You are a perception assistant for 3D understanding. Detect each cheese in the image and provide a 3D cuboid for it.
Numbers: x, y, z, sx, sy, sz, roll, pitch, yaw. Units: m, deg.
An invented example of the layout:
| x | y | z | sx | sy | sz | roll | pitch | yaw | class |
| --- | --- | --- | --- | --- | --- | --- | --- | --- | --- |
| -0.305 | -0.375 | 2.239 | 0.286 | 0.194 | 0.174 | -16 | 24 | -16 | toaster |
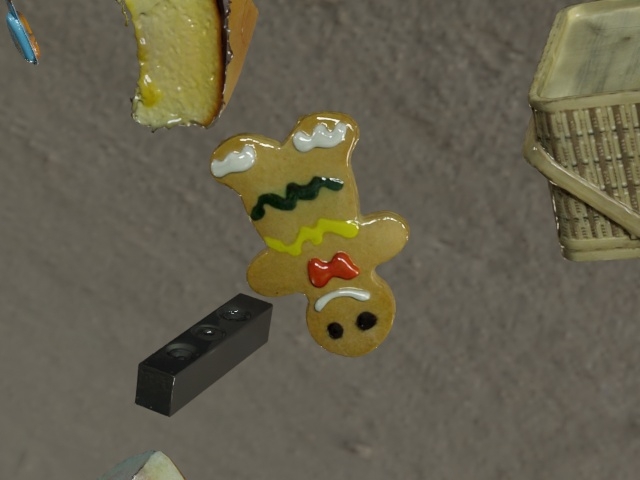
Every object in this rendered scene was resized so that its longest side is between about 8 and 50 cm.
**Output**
| x | y | z | sx | sy | sz | roll | pitch | yaw | class |
| --- | --- | --- | --- | --- | --- | --- | --- | --- | --- |
| -0.277 | -0.200 | 1.452 | 0.047 | 0.017 | 0.111 | 46 | 161 | 34 | cheese |

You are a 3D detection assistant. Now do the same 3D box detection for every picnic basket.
| x | y | z | sx | sy | sz | roll | pitch | yaw | class |
| --- | --- | --- | --- | --- | --- | --- | --- | --- | --- |
| 0.344 | -0.101 | 1.359 | 0.313 | 0.228 | 0.175 | -5 | 119 | 21 | picnic basket |

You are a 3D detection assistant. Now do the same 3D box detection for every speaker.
| x | y | z | sx | sy | sz | roll | pitch | yaw | class |
| --- | --- | --- | --- | --- | --- | --- | --- | --- | --- |
| -0.108 | 0.106 | 1.515 | 0.040 | 0.191 | 0.046 | 17 | 115 | 21 | speaker |

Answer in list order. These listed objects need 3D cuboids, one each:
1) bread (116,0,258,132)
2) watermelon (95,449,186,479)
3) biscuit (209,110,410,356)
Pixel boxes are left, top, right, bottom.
| x | y | z | sx | sy | sz | roll | pitch | yaw | class |
| --- | --- | --- | --- | --- | --- | --- | --- | --- | --- |
| -0.156 | -0.226 | 1.763 | 0.140 | 0.169 | 0.160 | 5 | 151 | 15 | bread |
| -0.193 | 0.331 | 1.207 | 0.175 | 0.322 | 0.188 | 48 | 159 | -12 | watermelon |
| 0.000 | 0.001 | 1.457 | 0.158 | 0.035 | 0.240 | -21 | 107 | 10 | biscuit |
